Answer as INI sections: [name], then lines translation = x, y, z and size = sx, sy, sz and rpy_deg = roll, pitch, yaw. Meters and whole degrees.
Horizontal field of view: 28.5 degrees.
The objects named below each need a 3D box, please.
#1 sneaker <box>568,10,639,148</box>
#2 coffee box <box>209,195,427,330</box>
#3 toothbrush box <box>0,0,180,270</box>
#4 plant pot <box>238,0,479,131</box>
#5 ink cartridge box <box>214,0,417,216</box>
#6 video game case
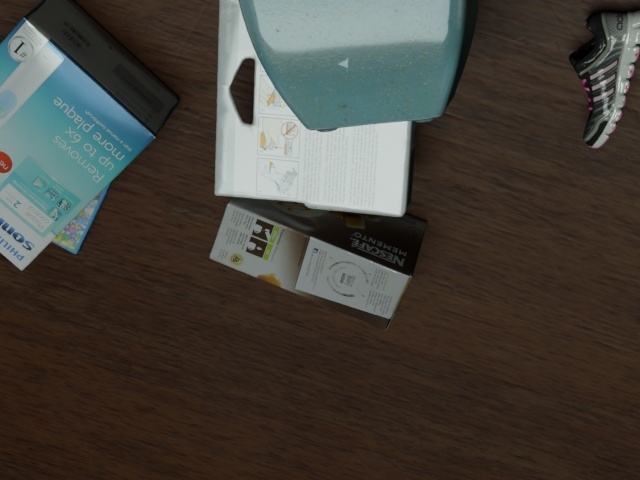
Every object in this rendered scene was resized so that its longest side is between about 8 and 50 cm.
[sneaker]
translation = 0.321, -0.191, 1.466
size = 0.074, 0.063, 0.170
rpy_deg = 13, 120, 7
[coffee box]
translation = 0.000, 0.000, 1.630
size = 0.246, 0.141, 0.098
rpy_deg = 22, 125, 1
[toothbrush box]
translation = -0.365, -0.140, 1.634
size = 0.216, 0.126, 0.295
rpy_deg = 44, 119, -13
[plant pot]
translation = 0.051, -0.253, 1.337
size = 0.247, 0.247, 0.252
rpy_deg = -4, 104, 12
[ink cartridge box]
translation = -0.002, -0.176, 1.520
size = 0.239, 0.060, 0.275
rpy_deg = 7, 106, 12
[video game case]
translation = -0.364, -0.068, 1.762
size = 0.119, 0.015, 0.166
rpy_deg = 29, 125, -4
